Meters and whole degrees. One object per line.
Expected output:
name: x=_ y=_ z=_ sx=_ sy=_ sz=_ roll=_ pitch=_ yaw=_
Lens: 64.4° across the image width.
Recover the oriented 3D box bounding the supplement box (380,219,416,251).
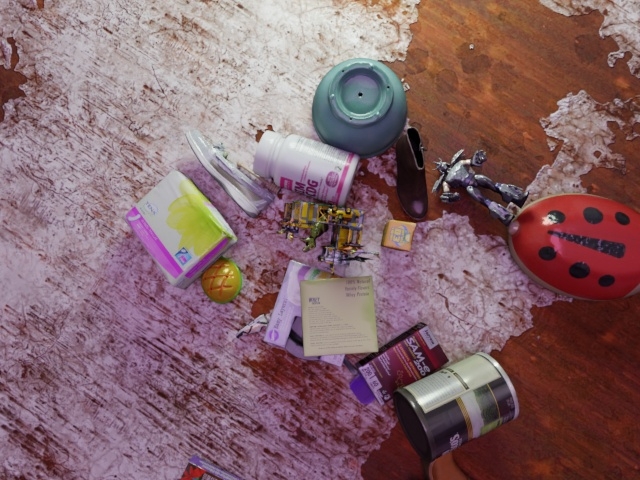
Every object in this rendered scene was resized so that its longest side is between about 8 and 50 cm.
supplement box: x=0.216 y=-0.012 z=1.429 sx=0.080 sy=0.233 sz=0.078 roll=13 pitch=90 yaw=3

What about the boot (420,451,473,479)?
boot: x=0.396 y=0.692 z=1.481 sx=0.220 sy=0.109 sz=0.284 roll=24 pitch=80 yaw=-4

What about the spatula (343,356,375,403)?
spatula: x=0.073 y=0.362 z=1.532 sx=0.084 sy=0.030 sz=0.296 roll=-38 pitch=84 yaw=-12

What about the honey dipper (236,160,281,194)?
honey dipper: x=-0.192 y=-0.194 z=1.558 sx=0.160 sy=0.030 sz=0.031 roll=33 pitch=91 yaw=6

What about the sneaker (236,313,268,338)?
sneaker: x=-0.208 y=0.270 z=1.547 sx=0.109 sy=0.040 sz=0.044 roll=-34 pitch=90 yaw=3

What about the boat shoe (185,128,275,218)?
boat shoe: x=-0.275 y=-0.212 z=1.523 sx=0.103 sy=0.118 sz=0.320 roll=-42 pitch=91 yaw=-4

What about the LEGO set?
LEGO set: x=0.000 y=0.000 z=1.420 sx=0.254 sy=0.331 sz=0.192 roll=6 pitch=92 yaw=-17

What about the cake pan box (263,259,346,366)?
cake pan box: x=-0.017 y=0.219 z=1.506 sx=0.245 sy=0.070 sz=0.267 roll=19 pitch=81 yaw=5

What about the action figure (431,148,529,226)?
action figure: x=0.447 y=-0.162 z=1.468 sx=0.285 sy=0.099 sz=0.185 roll=34 pitch=95 yaw=21

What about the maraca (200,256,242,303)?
maraca: x=-0.308 y=0.103 z=1.528 sx=0.127 sy=0.099 sz=0.186 roll=-37 pitch=70 yaw=1

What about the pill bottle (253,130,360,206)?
pill bottle: x=-0.041 y=-0.214 z=1.483 sx=0.282 sy=0.160 sz=0.161 roll=18 pitch=90 yaw=4

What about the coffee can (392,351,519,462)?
coffee can: x=0.367 y=0.452 z=1.399 sx=0.275 sy=0.201 sz=0.202 roll=-20 pitch=88 yaw=-14

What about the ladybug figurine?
ladybug figurine: x=0.757 y=0.018 z=1.436 sx=0.448 sy=0.162 sz=0.305 roll=11 pitch=90 yaw=3

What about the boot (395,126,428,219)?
boot: x=0.262 y=-0.183 z=1.442 sx=0.090 sy=0.207 sz=0.249 roll=-12 pitch=89 yaw=3

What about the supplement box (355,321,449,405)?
supplement box: x=0.238 y=0.358 z=1.490 sx=0.239 sy=0.073 sz=0.130 roll=-32 pitch=89 yaw=-6

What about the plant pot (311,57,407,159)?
plant pot: x=0.113 y=-0.395 z=1.459 sx=0.292 sy=0.196 sz=0.293 roll=0 pitch=89 yaw=4

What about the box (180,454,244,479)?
box: x=-0.364 y=0.832 z=1.539 sx=0.200 sy=0.057 sz=0.294 roll=25 pitch=91 yaw=2

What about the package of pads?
package of pads: x=-0.411 y=-0.040 z=1.497 sx=0.229 sy=0.101 sz=0.296 roll=-43 pitch=71 yaw=1

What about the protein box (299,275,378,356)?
protein box: x=0.048 y=0.209 z=1.405 sx=0.199 sy=0.136 sz=0.201 roll=-4 pitch=81 yaw=0
